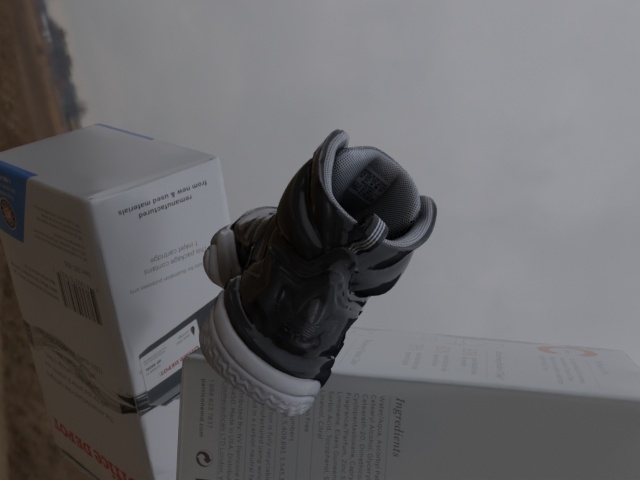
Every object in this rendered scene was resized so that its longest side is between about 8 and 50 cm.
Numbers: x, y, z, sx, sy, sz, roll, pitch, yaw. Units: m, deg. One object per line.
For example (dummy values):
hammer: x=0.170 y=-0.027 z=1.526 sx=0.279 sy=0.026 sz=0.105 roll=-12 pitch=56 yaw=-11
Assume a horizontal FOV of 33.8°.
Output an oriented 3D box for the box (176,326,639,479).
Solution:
box: x=0.079 y=0.170 z=0.850 sx=0.215 sy=0.346 sz=0.168 roll=-22 pitch=116 yaw=-80

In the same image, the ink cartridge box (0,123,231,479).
ink cartridge box: x=-0.222 y=0.088 z=1.217 sx=0.285 sy=0.166 sz=0.394 roll=19 pitch=-56 yaw=49

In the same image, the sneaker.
sneaker: x=0.000 y=0.000 z=0.702 sx=0.101 sy=0.153 sz=0.268 roll=35 pitch=14 yaw=-12
